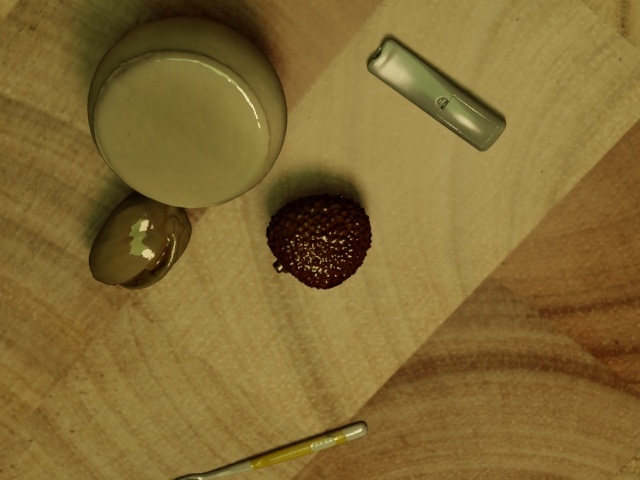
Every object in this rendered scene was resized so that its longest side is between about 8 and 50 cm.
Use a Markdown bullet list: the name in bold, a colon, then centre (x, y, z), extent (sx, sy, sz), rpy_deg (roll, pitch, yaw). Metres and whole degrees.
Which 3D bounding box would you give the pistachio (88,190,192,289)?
- **pistachio**: centre (-0.226, 0.000, 1.665), extent (0.149, 0.113, 0.113), rpy_deg (-36, 108, 22)

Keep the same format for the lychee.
- **lychee**: centre (0.000, -0.001, 1.653), extent (0.129, 0.123, 0.123), rpy_deg (-36, 112, -21)

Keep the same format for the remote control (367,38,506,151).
- **remote control**: centre (0.140, -0.172, 1.623), extent (0.184, 0.027, 0.050), rpy_deg (34, 109, -12)

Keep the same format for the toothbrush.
- **toothbrush**: centre (-0.072, 0.298, 1.829), extent (0.288, 0.024, 0.021), rpy_deg (-19, 110, 9)

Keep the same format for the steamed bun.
- **steamed bun**: centre (-0.150, -0.158, 1.570), extent (0.232, 0.145, 0.232), rpy_deg (4, 126, 6)
